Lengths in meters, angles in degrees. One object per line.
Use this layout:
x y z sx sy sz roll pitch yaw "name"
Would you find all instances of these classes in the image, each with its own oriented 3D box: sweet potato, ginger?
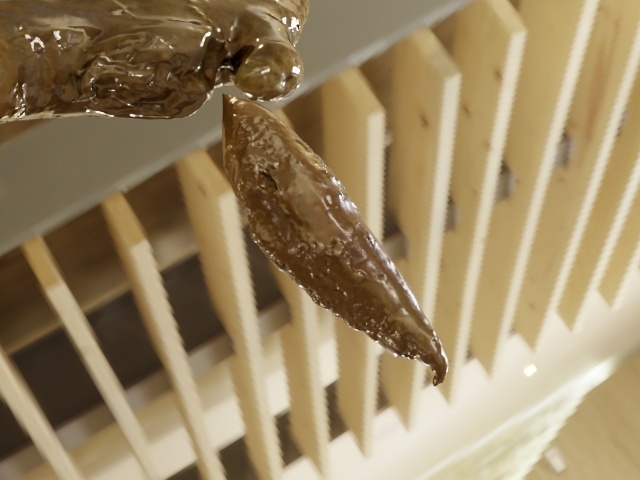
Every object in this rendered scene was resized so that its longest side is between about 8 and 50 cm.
0.000 0.000 0.749 0.068 0.206 0.060 -28 -21 -42 "sweet potato"
-0.118 -0.110 0.825 0.333 0.166 0.080 -9 -56 -36 "ginger"
